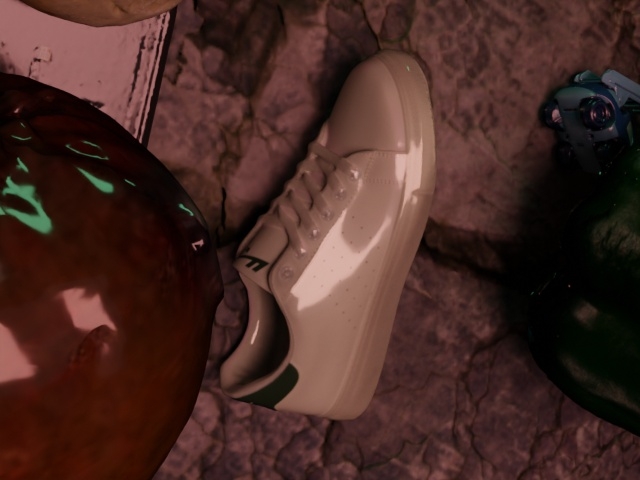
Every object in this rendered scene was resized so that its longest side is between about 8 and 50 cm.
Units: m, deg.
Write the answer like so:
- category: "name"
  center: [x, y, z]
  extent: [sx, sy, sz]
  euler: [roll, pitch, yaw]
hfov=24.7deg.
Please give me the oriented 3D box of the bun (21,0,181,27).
- category: "bun"
  center: [-0.125, -0.211, 0.849]
  extent: [0.183, 0.102, 0.183]
  euler: [-4, 99, -25]

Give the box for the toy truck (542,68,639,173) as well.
- category: "toy truck"
  center: [0.219, -0.095, 1.109]
  extent: [0.090, 0.056, 0.073]
  euler: [-34, 113, -30]

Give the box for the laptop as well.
- category: "laptop"
  center: [-0.169, -0.079, 0.921]
  extent: [0.135, 0.016, 0.197]
  euler: [8, 99, -29]

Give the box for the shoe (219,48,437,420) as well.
- category: "shoe"
  center: [0.000, 0.000, 0.990]
  extent: [0.110, 0.095, 0.265]
  euler: [1, 105, -28]

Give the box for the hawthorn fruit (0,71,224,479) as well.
- category: "hawthorn fruit"
  center: [-0.213, 0.056, 0.774]
  extent: [0.308, 0.308, 0.325]
  euler: [4, 96, -29]

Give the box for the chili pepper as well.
- category: "chili pepper"
  center: [0.301, 0.050, 1.058]
  extent: [0.233, 0.256, 0.248]
  euler: [-36, 142, -35]
